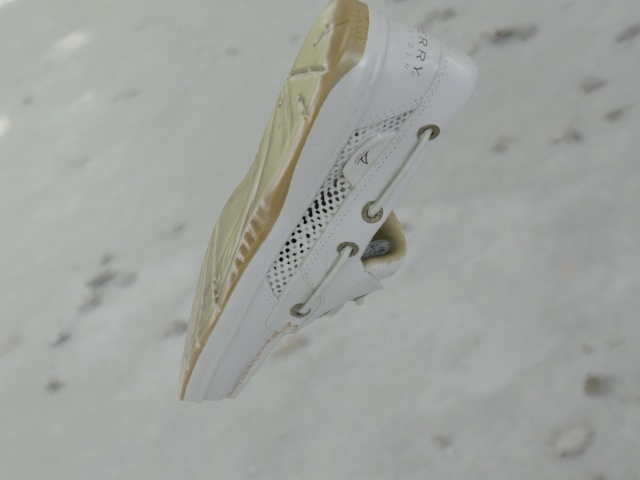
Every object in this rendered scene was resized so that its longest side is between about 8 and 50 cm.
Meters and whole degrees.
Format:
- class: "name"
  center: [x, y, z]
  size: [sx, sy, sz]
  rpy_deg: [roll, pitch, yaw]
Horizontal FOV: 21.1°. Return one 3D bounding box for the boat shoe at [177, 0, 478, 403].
- class: "boat shoe"
  center: [0.000, 0.000, 0.910]
  size: [0.098, 0.096, 0.277]
  rpy_deg: [-88, 21, -45]
